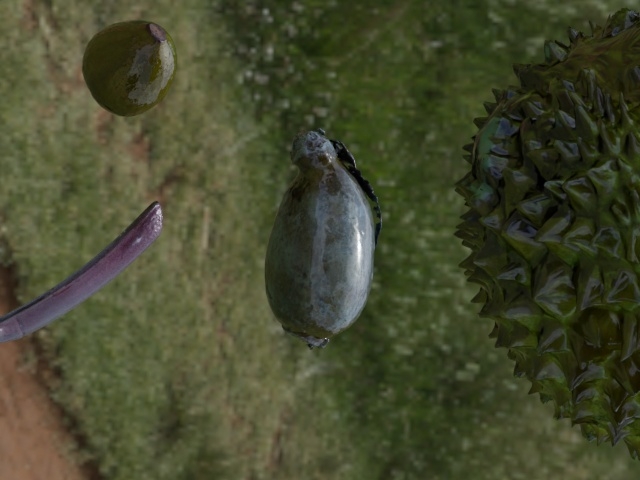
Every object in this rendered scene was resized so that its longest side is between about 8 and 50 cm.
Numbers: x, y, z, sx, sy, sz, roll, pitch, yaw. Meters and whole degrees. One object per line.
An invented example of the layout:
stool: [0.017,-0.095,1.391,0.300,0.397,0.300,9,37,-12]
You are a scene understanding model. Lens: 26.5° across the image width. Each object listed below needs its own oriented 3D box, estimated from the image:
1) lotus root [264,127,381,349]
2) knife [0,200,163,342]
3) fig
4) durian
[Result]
lotus root: [0.003,0.000,1.018,0.088,0.088,0.165,11,84,-68]
knife: [-0.270,0.050,1.345,0.053,0.278,0.123,62,-11,-14]
fig: [-0.146,-0.141,1.074,0.074,0.088,0.074,20,54,-29]
durian: [0.193,-0.022,0.771,0.291,0.225,0.291,-161,-90,-86]
